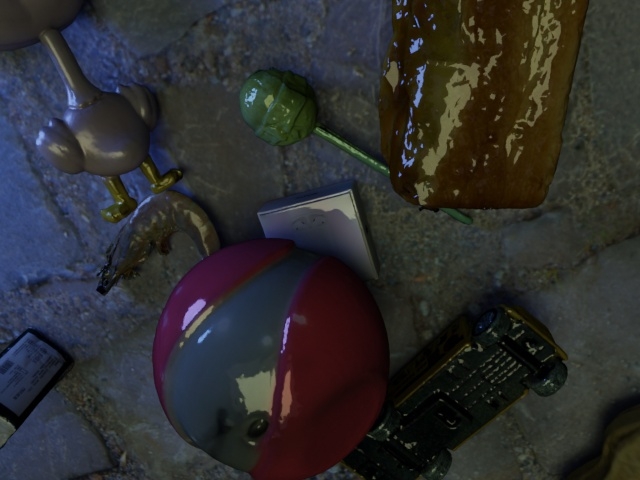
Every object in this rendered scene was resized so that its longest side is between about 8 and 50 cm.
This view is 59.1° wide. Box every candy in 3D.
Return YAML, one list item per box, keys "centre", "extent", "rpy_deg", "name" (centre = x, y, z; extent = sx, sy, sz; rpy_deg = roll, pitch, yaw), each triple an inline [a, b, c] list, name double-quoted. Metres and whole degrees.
- centre: [0.053, -0.104, 0.697]
  extent: [0.335, 0.092, 0.093]
  rpy_deg: [28, 126, -11]
  name: "candy"

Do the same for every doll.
- centre: [-0.306, -0.202, 0.675]
  extent: [0.094, 0.160, 0.365]
  rpy_deg: [-6, 120, 58]
  name: "doll"

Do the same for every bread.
- centre: [0.163, -0.201, 0.589]
  extent: [0.195, 0.149, 0.344]
  rpy_deg: [2, 115, -6]
  name: "bread"

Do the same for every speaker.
- centre: [-0.068, 0.141, 0.700]
  extent: [0.294, 0.294, 0.294]
  rpy_deg: [3, 112, 8]
  name: "speaker"

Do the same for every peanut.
- centre: [0.434, 0.314, 0.777]
  extent: [0.125, 0.111, 0.274]
  rpy_deg: [30, 113, 1]
  name: "peanut"

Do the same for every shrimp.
- centre: [-0.229, 0.030, 0.809]
  extent: [0.152, 0.046, 0.219]
  rpy_deg: [45, 111, -6]
  name: "shrimp"

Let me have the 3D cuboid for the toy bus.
- centre: [0.169, 0.214, 0.774]
  extent: [0.121, 0.123, 0.335]
  rpy_deg: [39, 112, -6]
  name: "toy bus"

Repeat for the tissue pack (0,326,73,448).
- centre: [-0.469, 0.221, 0.857]
  extent: [0.103, 0.170, 0.090]
  rpy_deg: [40, 113, -10]
  name: "tissue pack"

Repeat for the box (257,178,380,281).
- centre: [0.000, 0.000, 0.755]
  extent: [0.130, 0.051, 0.129]
  rpy_deg: [-14, 109, 14]
  name: "box"
